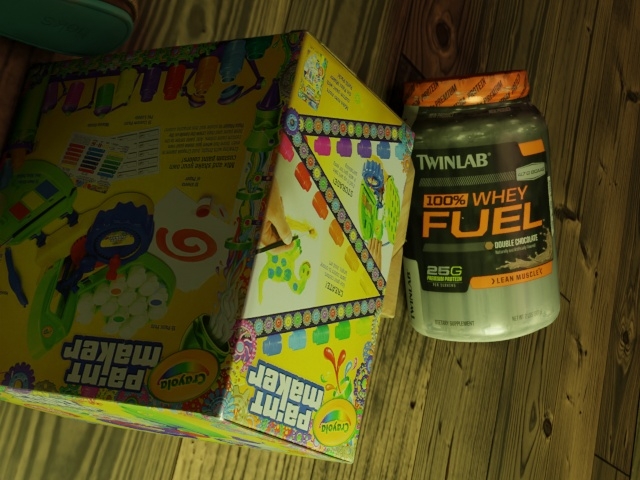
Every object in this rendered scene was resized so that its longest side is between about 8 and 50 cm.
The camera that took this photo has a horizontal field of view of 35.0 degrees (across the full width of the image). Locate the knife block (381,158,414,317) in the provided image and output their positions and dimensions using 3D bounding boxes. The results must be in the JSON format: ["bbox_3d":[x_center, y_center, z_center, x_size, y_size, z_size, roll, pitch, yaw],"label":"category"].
[{"bbox_3d":[0.000,0.000,1.153,0.242,0.088,0.275,26,69,-54],"label":"knife block"}]

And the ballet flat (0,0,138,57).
[{"bbox_3d":[-0.279,-0.216,0.731,0.348,0.123,0.123,3,88,-55],"label":"ballet flat"}]

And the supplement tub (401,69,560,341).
[{"bbox_3d":[0.205,-0.050,1.352,0.207,0.207,0.338,-21,107,-54],"label":"supplement tub"}]

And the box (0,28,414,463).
[{"bbox_3d":[-0.112,0.009,0.809,0.177,0.290,0.279,34,64,-52],"label":"box"}]
